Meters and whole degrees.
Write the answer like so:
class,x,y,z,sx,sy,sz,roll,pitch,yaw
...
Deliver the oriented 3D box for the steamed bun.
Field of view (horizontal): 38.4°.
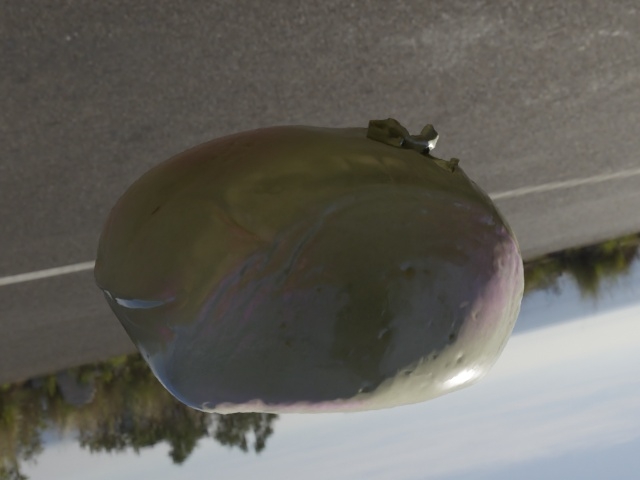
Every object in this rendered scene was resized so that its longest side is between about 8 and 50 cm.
class,x,y,z,sx,sy,sz,roll,pitch,yaw
steamed bun,0.000,0.000,0.533,0.239,0.152,0.170,4,-159,-34
